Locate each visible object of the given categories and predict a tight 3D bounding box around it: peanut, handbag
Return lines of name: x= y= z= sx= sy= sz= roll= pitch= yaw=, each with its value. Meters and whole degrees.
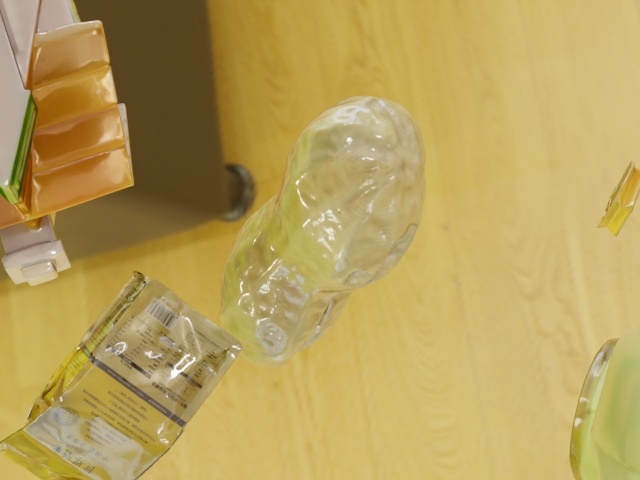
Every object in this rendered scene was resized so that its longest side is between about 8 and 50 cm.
peanut: x=0.000 y=0.000 z=1.198 sx=0.130 sy=0.130 sz=0.290 roll=58 pitch=135 yaw=24
handbag: x=0.370 y=-0.052 z=1.727 sx=0.027 sy=0.083 sz=0.061 roll=27 pitch=138 yaw=5

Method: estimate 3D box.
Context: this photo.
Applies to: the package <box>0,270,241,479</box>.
package: x=-0.110 y=0.086 z=0.774 sx=0.131 sy=0.071 sz=0.047 roll=-50 pitch=22 yaw=-5

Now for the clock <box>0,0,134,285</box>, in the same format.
clock: x=-0.236 y=-0.131 z=0.998 sx=0.166 sy=0.235 sz=0.309 roll=-17 pitch=75 yaw=-7

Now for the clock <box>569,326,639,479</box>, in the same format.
clock: x=0.229 y=0.121 z=0.526 sx=0.286 sy=0.348 sz=0.117 roll=16 pitch=90 yaw=5
